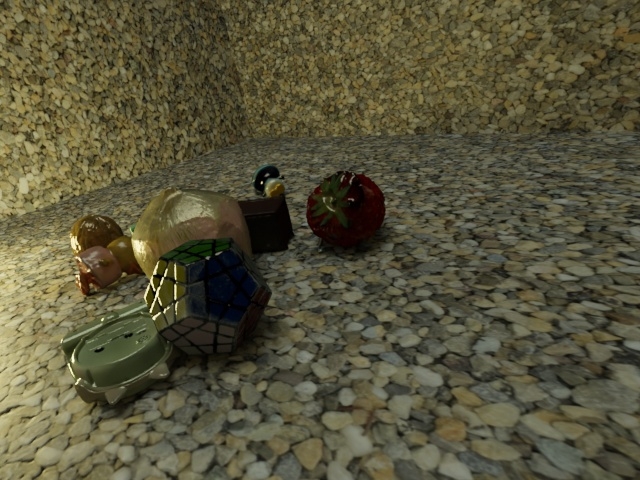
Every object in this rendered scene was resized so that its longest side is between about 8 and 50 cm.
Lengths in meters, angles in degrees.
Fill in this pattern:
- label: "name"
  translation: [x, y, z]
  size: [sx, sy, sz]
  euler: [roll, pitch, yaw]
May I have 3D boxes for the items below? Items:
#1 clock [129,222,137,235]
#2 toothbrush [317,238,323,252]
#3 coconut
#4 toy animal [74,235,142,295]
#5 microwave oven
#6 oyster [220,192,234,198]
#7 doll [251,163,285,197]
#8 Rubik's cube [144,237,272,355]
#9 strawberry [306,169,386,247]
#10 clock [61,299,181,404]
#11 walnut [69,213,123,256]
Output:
- label: "clock"
  translation: [-0.820, -0.058, 2.009]
  size: [0.211, 0.065, 0.159]
  euler: [11, 32, 38]
- label: "toothbrush"
  translation: [0.000, 0.000, 1.591]
  size: [0.022, 0.017, 0.204]
  euler: [-18, 23, 9]
- label: "coconut"
  translation: [-0.432, -0.013, 1.380]
  size: [0.405, 0.404, 0.404]
  euler: [-9, 24, 4]
- label: "toy animal"
  translation: [-0.800, 0.083, 1.572]
  size: [0.281, 0.168, 0.195]
  euler: [-26, -7, -36]
- label: "microwave oven"
  translation: [-0.248, -0.062, 1.635]
  size: [0.248, 0.177, 0.188]
  euler: [-5, 25, 12]
- label: "oyster"
  translation: [-0.578, -0.188, 2.204]
  size: [0.209, 0.071, 0.133]
  euler: [-43, 42, -19]
- label: "doll"
  translation: [-0.294, -0.334, 2.317]
  size: [0.177, 0.141, 0.314]
  euler: [-42, 40, 3]
- label: "Rubik's cube"
  translation: [-0.289, 0.142, 1.074]
  size: [0.319, 0.318, 0.264]
  euler: [-25, -1, -29]
- label: "strawberry"
  translation: [0.114, -0.105, 1.510]
  size: [0.310, 0.291, 0.292]
  euler: [28, -5, -40]
- label: "clock"
  translation: [-0.502, 0.286, 1.053]
  size: [0.265, 0.108, 0.324]
  euler: [-24, 28, -29]
- label: "walnut"
  translation: [-0.955, -0.004, 1.753]
  size: [0.228, 0.227, 0.228]
  euler: [-9, 24, 4]
